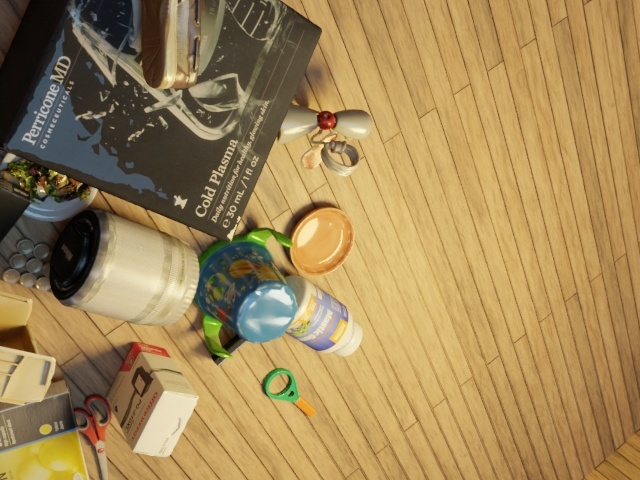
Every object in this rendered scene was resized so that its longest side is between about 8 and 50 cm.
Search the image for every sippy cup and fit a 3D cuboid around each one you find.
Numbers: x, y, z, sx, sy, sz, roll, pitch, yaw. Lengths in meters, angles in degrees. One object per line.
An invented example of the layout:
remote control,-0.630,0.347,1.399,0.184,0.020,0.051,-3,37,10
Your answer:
sippy cup,-0.175,0.135,1.879,0.240,0.224,0.305,-16,120,-25

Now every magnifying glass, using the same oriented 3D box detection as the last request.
magnifying glass,-0.084,0.450,2.218,0.092,0.026,0.231,-45,126,-6

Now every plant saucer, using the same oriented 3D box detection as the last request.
plant saucer,0.000,0.000,2.041,0.200,0.037,0.199,-14,118,-27

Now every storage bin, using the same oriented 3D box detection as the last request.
storage bin,-0.699,0.202,1.561,0.260,0.262,0.123,22,101,-37

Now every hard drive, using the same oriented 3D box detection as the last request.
hard drive,-0.227,0.273,2.000,0.135,0.094,0.022,-41,97,-8

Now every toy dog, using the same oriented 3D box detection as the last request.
toy dog,-0.061,-0.253,1.797,0.334,0.161,0.220,20,60,-9

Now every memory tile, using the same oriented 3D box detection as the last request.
memory tile,-0.623,0.060,1.698,0.148,0.012,0.113,21,100,-36

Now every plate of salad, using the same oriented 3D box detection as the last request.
plate of salad,-0.571,-0.124,1.598,0.200,0.048,0.199,-8,120,-13

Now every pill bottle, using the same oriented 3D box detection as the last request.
pill bottle,-0.009,0.216,2.068,0.272,0.152,0.152,36,91,-38

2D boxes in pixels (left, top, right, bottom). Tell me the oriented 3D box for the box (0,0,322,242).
box,-0.329,-0.314,1.479,0.472,0.297,0.479,24,88,-36

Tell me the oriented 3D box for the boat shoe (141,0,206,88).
boat shoe,-0.241,-0.397,1.278,0.092,0.103,0.285,-4,102,-46

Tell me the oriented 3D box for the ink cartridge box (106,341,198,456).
ink cartridge box,-0.413,0.383,1.842,0.100,0.237,0.172,22,100,-37

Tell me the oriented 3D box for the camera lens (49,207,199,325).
camera lens,-0.437,0.064,1.679,0.274,0.219,0.219,23,99,-41

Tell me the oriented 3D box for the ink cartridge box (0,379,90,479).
ink cartridge box,-0.730,0.510,1.806,0.307,0.072,0.303,-15,119,-23

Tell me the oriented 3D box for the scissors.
scissors,-0.560,0.522,1.955,0.109,0.021,0.297,-28,123,-20

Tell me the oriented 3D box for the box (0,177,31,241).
box,-0.718,-0.063,1.532,0.184,0.045,0.191,-45,129,16
